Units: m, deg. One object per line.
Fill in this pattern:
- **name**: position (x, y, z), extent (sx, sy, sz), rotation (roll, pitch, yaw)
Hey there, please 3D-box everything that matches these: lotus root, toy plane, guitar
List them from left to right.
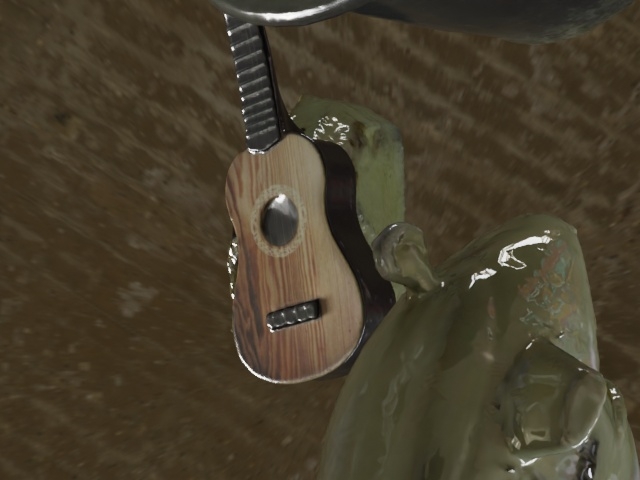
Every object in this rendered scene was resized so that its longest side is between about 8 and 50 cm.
- **guitar**: position (-0.025, -0.064, 0.792), extent (0.083, 0.038, 0.271), rotation (-18, -99, 35)
- **lotus root**: position (0.004, 0.002, 0.889), extent (0.070, 0.144, 0.143), rotation (6, -69, 20)
- **toy plane**: position (0.023, 0.129, 0.358), extent (0.108, 0.092, 0.286), rotation (26, -109, -29)

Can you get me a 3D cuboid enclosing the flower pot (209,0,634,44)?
- **flower pot**: position (0.065, -0.171, 0.659), extent (0.148, 0.235, 0.235), rotation (24, -94, -39)
